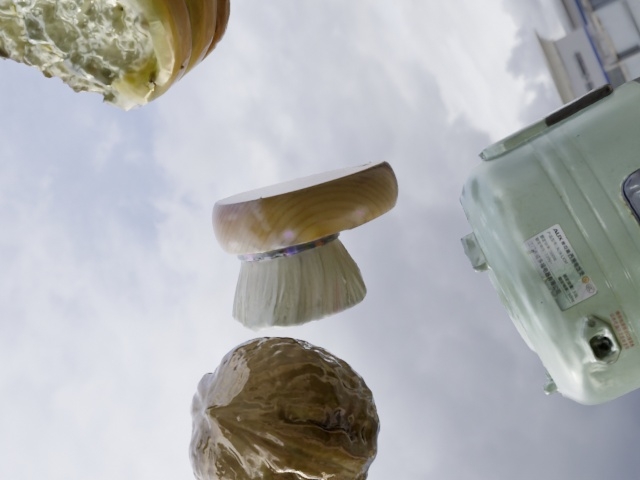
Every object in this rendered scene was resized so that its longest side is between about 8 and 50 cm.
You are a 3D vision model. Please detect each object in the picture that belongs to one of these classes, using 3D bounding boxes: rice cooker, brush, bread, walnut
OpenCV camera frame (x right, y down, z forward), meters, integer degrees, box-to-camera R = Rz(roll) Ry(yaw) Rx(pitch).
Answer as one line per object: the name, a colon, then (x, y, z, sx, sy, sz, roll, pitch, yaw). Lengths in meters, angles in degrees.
rice cooker: (0.240, -0.009, 0.685, 0.226, 0.244, 0.226, 60, -167, -24)
brush: (0.000, 0.000, 1.144, 0.267, 0.174, 0.166, -19, -80, -25)
bread: (-0.267, -0.334, 1.132, 0.316, 0.211, 0.270, 28, -132, 10)
walnut: (-0.034, 0.160, 0.763, 0.184, 0.155, 0.155, 31, -138, -53)
